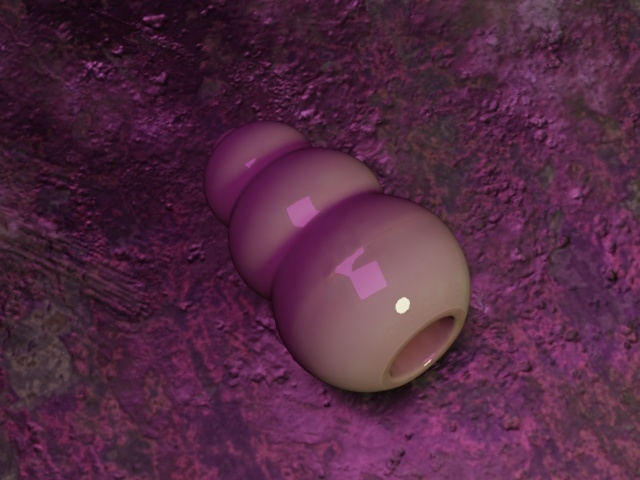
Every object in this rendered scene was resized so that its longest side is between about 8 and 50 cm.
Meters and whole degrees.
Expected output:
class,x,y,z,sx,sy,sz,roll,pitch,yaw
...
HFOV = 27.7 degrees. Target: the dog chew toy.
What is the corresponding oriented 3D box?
class,x,y,z,sx,sy,sz,roll,pitch,yaw
dog chew toy,0.000,0.000,1.352,0.207,0.206,0.332,-41,64,-5
